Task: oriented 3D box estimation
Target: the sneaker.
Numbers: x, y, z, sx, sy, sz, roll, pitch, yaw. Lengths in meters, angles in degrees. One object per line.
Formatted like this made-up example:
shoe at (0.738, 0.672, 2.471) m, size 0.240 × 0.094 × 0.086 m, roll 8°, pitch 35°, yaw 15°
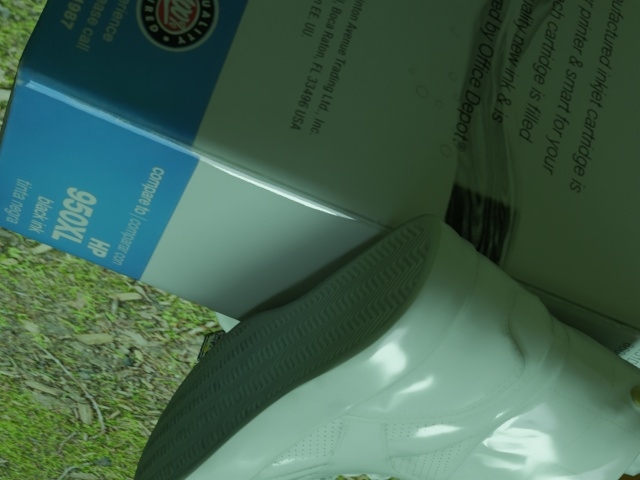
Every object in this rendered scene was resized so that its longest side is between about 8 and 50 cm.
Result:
sneaker at (0.033, 0.104, 0.776) m, size 0.169 × 0.108 × 0.292 m, roll 32°, pitch 146°, yaw -19°

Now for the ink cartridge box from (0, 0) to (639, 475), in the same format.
ink cartridge box at (0.058, -0.083, 0.845) m, size 0.395 × 0.285 × 0.166 m, roll 22°, pitch 150°, yaw -7°

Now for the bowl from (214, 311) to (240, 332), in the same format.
bowl at (0.000, 0.000, 1.132) m, size 0.290 × 0.156 × 0.289 m, roll 13°, pitch 148°, yaw 8°

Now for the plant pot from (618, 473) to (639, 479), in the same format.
plant pot at (0.297, 0.205, 1.257) m, size 0.291 × 0.203 × 0.291 m, roll 13°, pitch 149°, yaw 8°

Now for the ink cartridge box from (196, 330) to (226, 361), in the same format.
ink cartridge box at (-0.054, 0.105, 1.444) m, size 0.115 × 0.029 × 0.063 m, roll -18°, pitch 134°, yaw 44°
